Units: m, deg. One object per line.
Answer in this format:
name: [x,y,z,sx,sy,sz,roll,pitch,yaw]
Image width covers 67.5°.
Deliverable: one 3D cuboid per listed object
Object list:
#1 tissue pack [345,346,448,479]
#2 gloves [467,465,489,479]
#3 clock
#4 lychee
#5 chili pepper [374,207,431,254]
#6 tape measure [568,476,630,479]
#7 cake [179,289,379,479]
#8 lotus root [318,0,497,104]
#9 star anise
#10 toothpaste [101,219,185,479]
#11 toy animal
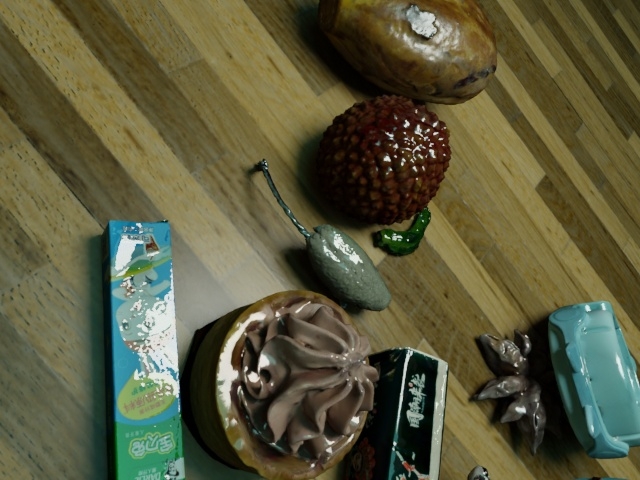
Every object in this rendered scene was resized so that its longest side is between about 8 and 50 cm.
tissue pack: [0.090,0.222,0.569,0.090,0.103,0.170,23,62,-17]
gloves: [0.172,0.380,0.559,0.111,0.127,0.212,41,61,-23]
clock: [0.420,0.206,0.719,0.274,0.094,0.224,8,67,-57]
lychee: [0.089,-0.113,0.644,0.188,0.188,0.188,10,68,-27]
chili pepper: [0.134,-0.008,0.718,0.117,0.035,0.056,-25,104,-30]
tape measure: [0.368,0.389,0.660,0.146,0.125,0.081,-27,90,-47]
cake: [-0.028,0.144,0.486,0.207,0.178,0.185,-9,78,-29]
lotus root: [0.134,-0.308,0.739,0.290,0.193,0.193,20,64,-24]
star anise: [0.316,0.211,0.730,0.195,0.065,0.182,44,51,-1]
toothpaste: [-0.179,0.111,0.482,0.065,0.050,0.267,2,73,-33]
toy animal: [-0.003,-0.001,0.608,0.253,0.079,0.070,47,63,-6]
